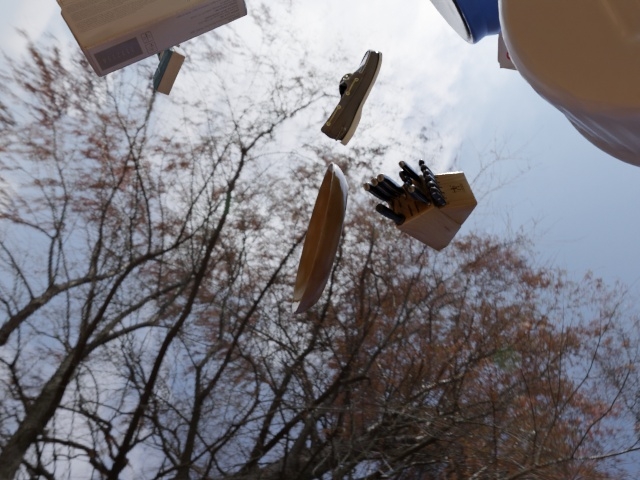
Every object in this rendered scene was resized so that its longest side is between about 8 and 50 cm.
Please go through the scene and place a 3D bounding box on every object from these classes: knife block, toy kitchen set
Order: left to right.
[{"bbox_3d":[-0.486,-0.524,1.245,0.122,0.166,0.207,-54,-137,27],"label":"toy kitchen set"},{"bbox_3d":[0.197,-0.065,0.992,0.242,0.275,0.088,-8,-118,-11],"label":"knife block"}]

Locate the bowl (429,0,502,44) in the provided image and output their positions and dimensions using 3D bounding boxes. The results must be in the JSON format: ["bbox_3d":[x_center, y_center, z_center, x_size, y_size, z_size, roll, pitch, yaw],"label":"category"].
[{"bbox_3d":[0.175,-0.491,0.741,0.077,0.391,0.391,-35,-127,22],"label":"bowl"}]

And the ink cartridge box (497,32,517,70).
[{"bbox_3d":[0.526,-0.450,0.899,0.129,0.223,0.307,-38,-134,-23],"label":"ink cartridge box"}]

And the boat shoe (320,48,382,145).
[{"bbox_3d":[0.093,-0.427,1.315,0.109,0.091,0.305,164,-52,-77],"label":"boat shoe"}]

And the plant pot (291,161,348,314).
[{"bbox_3d":[0.000,0.000,0.691,0.032,0.236,0.236,15,-112,-7],"label":"plant pot"}]

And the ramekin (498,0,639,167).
[{"bbox_3d":[0.261,-0.190,0.301,0.277,0.135,0.277,-9,-102,52],"label":"ramekin"}]

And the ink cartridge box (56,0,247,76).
[{"bbox_3d":[-0.326,-0.453,0.844,0.296,0.066,0.261,-30,-118,-14],"label":"ink cartridge box"}]
